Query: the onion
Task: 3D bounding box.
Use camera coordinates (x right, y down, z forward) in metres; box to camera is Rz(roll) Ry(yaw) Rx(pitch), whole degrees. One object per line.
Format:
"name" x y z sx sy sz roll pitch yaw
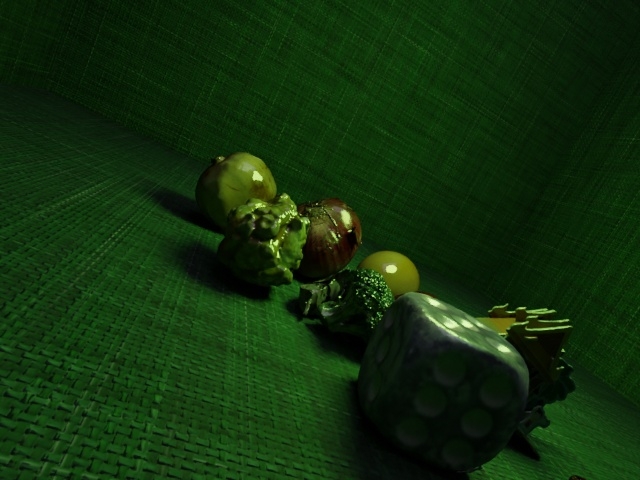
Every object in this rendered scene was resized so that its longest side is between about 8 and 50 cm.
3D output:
"onion" 0.001 -0.014 1.606 0.353 0.354 0.354 26 10 -5

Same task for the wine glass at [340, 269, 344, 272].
"wine glass" 0.089 0.132 1.953 0.042 0.039 0.083 21 7 -19

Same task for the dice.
"dice" 0.252 0.294 0.884 0.270 0.270 0.271 25 10 -4

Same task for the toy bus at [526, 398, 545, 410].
"toy bus" 0.677 0.503 1.391 0.246 0.114 0.134 23 17 -31

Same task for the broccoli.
"broccoli" 0.115 0.204 1.198 0.241 0.262 0.269 -19 35 -17

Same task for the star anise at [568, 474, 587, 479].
"star anise" 0.641 0.572 0.927 0.158 0.145 0.140 -4 18 47

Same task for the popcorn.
"popcorn" -0.167 0.002 1.255 0.274 0.279 0.335 -12 8 9

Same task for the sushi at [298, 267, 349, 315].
"sushi" -0.012 0.179 1.294 0.109 0.135 0.272 9 20 33

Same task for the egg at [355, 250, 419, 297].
"egg" 0.255 0.167 1.598 0.250 0.250 0.322 33 22 30

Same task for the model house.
"model house" 0.594 0.360 1.131 0.358 0.312 0.242 51 11 -5

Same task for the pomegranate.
"pomegranate" -0.348 -0.204 1.648 0.332 0.333 0.332 26 10 -5

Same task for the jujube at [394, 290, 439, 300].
"jujube" 0.288 0.259 1.304 0.183 0.184 0.243 23 -29 -24
